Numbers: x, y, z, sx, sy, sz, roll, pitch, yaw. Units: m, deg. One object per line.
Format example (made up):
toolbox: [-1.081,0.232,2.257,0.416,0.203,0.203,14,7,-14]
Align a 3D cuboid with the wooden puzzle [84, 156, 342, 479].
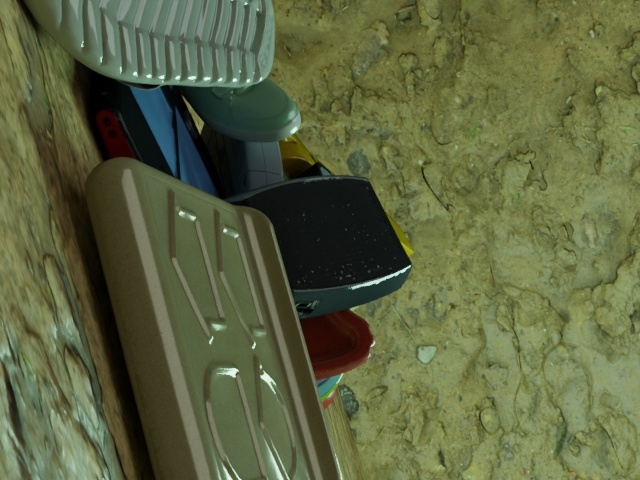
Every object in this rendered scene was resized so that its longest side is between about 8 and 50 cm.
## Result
wooden puzzle: [-0.103,0.107,1.198,0.348,0.080,0.322,16,56,-71]

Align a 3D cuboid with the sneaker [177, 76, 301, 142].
sneaker: [-0.130,-0.229,1.616,0.256,0.094,0.151,36,-30,19]

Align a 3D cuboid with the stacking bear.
stacking bear: [-0.036,0.156,1.723,0.289,0.164,0.175,92,-26,-63]

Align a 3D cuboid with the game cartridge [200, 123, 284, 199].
game cartridge: [-0.110,-0.078,1.739,0.297,0.062,0.198,-105,-147,-45]

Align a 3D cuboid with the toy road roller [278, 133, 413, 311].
toy road roller: [-0.033,-0.041,2.009,0.329,0.202,0.241,38,19,-52]

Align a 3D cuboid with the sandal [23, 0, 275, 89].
sandal: [-0.179,-0.221,1.276,0.416,0.102,0.169,16,74,-60]

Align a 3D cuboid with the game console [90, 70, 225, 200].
game console: [-0.172,-0.093,1.477,0.387,0.060,0.342,-104,176,-56]

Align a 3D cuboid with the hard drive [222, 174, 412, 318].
hard drive: [0.000,0.000,1.578,0.254,0.054,0.172,-11,69,-49]
